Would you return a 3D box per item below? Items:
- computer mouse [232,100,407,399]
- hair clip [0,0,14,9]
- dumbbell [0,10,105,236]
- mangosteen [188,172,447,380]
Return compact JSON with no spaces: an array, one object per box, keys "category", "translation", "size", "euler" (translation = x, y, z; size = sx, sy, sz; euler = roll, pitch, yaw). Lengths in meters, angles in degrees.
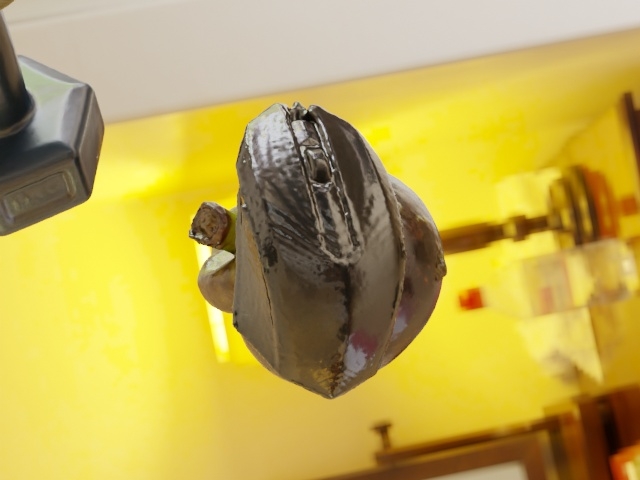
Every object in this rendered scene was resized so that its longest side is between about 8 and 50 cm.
[{"category":"computer mouse","translation":[0.000,0.000,0.875],"size":[0.057,0.099,0.172],"euler":[144,121,-66]},{"category":"hair clip","translation":[-0.170,-0.076,0.602],"size":[0.257,0.075,0.146],"euler":[-38,51,39]},{"category":"dumbbell","translation":[-0.264,-0.152,1.213],"size":[0.160,0.144,0.325],"euler":[24,149,24]},{"category":"mangosteen","translation":[-0.011,0.016,1.299],"size":[0.192,0.217,0.192],"euler":[-42,31,32]}]
